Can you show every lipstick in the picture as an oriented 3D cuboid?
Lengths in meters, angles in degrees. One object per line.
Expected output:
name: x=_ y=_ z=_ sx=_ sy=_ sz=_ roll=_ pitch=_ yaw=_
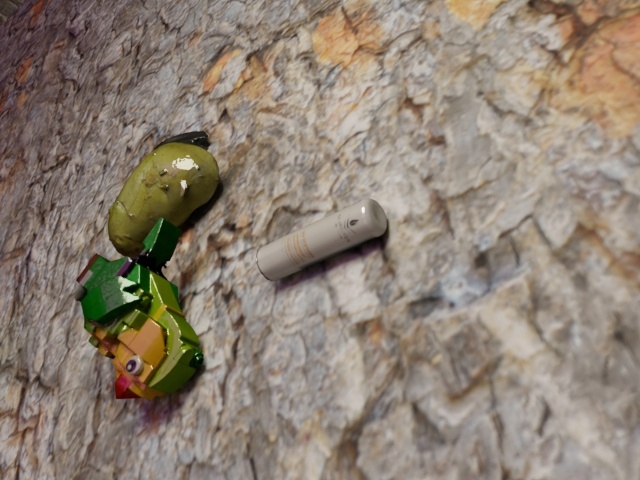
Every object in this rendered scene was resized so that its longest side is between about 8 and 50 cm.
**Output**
lipstick: x=0.000 y=0.000 z=0.677 sx=0.141 sy=0.040 sz=0.040 roll=-24 pitch=46 yaw=31

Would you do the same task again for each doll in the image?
doll: x=-0.196 y=0.085 z=0.760 sx=0.134 sy=0.106 sz=0.186 roll=-30 pitch=59 yaw=7

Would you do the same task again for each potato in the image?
potato: x=-0.211 y=-0.055 z=0.902 sx=0.188 sy=0.085 sz=0.105 roll=-46 pitch=61 yaw=14

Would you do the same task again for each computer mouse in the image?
computer mouse: x=-0.215 y=-0.115 z=0.978 sx=0.135 sy=0.047 sz=0.079 roll=-27 pitch=46 yaw=27
